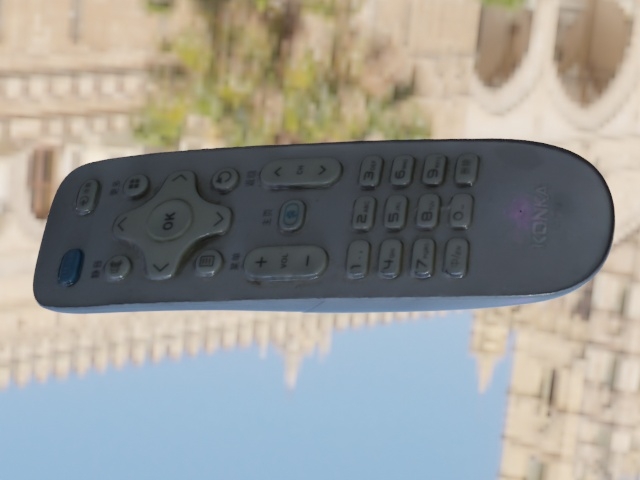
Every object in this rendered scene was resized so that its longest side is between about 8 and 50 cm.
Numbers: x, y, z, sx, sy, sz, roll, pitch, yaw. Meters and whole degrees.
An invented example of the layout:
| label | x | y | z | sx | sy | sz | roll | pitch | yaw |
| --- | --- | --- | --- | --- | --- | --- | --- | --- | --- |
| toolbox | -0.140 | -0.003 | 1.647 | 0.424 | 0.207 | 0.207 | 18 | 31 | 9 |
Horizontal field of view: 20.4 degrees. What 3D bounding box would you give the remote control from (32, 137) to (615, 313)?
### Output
| label | x | y | z | sx | sy | sz | roll | pitch | yaw |
| --- | --- | --- | --- | --- | --- | --- | --- | --- | --- |
| remote control | 0.000 | 0.000 | 0.692 | 0.229 | 0.073 | 0.044 | -3 | 148 | 17 |
